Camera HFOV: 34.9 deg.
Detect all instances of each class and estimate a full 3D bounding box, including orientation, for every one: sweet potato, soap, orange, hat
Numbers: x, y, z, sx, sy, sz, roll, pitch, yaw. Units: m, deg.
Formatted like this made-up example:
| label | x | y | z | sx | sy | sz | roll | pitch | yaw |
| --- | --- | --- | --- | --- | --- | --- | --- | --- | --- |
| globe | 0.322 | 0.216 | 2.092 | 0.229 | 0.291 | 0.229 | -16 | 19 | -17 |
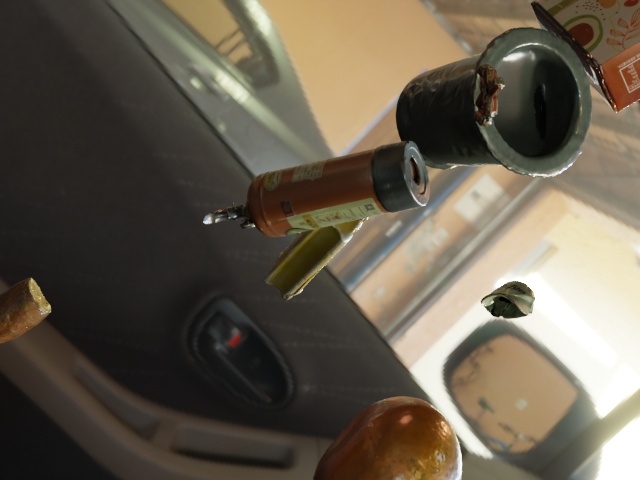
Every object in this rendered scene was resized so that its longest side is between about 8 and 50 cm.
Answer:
| label | x | y | z | sx | sy | sz | roll | pitch | yaw |
| --- | --- | --- | --- | --- | --- | --- | --- | --- | --- |
| sweet potato | -0.333 | 0.086 | 1.072 | 0.049 | 0.117 | 0.049 | 47 | 15 | -16 |
| soap | 0.000 | 0.000 | 2.159 | 0.089 | 0.274 | 0.173 | 42 | 47 | -2 |
| orange | 0.096 | 0.328 | 1.410 | 0.171 | 0.240 | 0.240 | 43 | 5 | 0 |
| hat | 0.376 | 0.118 | 2.075 | 0.122 | 0.081 | 0.166 | 8 | -5 | 27 |

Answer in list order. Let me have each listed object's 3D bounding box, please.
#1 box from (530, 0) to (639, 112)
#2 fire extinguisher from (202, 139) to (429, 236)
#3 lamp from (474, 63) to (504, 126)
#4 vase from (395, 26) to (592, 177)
| label | x | y | z | sx | sy | sz | roll | pitch | yaw |
| --- | --- | --- | --- | --- | --- | --- | --- | --- | --- |
| box | 0.646 | -0.458 | 1.951 | 0.122 | 0.385 | 0.344 | 53 | 11 | -33 |
| fire extinguisher | 0.003 | -0.072 | 1.739 | 0.200 | 0.376 | 0.113 | 18 | 64 | -64 |
| lamp | 0.244 | -0.209 | 1.491 | 0.031 | 0.083 | 0.063 | 1 | 31 | -13 |
| vase | 0.266 | -0.217 | 1.712 | 0.245 | 0.245 | 0.291 | 43 | -20 | -23 |
